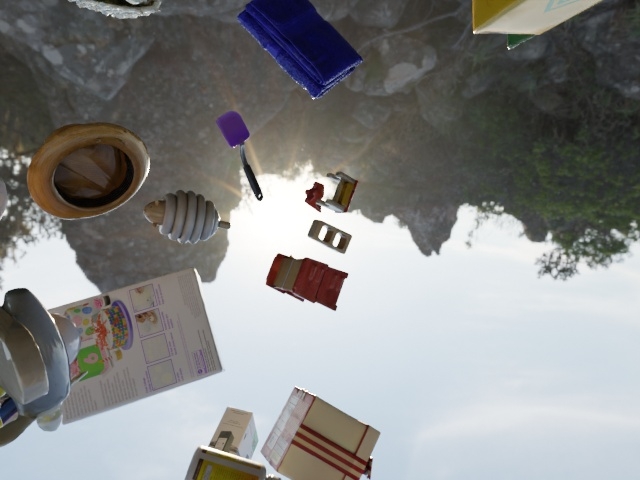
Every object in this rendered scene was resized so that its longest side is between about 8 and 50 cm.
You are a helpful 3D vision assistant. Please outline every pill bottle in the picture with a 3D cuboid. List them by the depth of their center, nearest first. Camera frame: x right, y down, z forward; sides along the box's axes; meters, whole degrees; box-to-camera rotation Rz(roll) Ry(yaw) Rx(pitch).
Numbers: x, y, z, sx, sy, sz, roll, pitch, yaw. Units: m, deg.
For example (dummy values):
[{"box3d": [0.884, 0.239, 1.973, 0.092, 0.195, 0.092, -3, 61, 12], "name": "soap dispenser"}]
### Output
[{"box3d": [-0.203, 0.560, 1.074, 0.214, 0.118, 0.117, 19, -169, -5], "name": "pill bottle"}]

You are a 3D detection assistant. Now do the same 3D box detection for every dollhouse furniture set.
[{"box3d": [0.000, 0.000, 1.380, 0.152, 0.375, 0.201, 26, 171, -29], "name": "dollhouse furniture set"}]

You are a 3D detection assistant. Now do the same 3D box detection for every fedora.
[{"box3d": [-0.367, -0.120, 0.731, 0.079, 0.194, 0.194, 47, -149, 21], "name": "fedora"}]

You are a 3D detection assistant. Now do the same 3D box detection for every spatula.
[{"box3d": [-0.227, -0.245, 1.415, 0.030, 0.297, 0.084, 20, -130, 40], "name": "spatula"}]

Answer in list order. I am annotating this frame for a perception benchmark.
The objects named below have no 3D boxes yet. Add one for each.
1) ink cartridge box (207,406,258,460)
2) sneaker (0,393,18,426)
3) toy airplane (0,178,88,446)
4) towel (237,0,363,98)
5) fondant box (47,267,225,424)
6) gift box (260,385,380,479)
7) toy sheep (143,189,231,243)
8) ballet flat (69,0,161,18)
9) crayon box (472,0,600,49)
[{"box3d": [-0.336, 0.790, 1.711, 0.114, 0.199, 0.273, 8, -142, 13], "name": "ink cartridge box"}, {"box3d": [-0.832, 0.380, 1.118, 0.322, 0.236, 0.130, -27, -166, 38], "name": "sneaker"}, {"box3d": [-0.444, 0.106, 0.593, 0.272, 0.384, 0.386, 13, -140, -49], "name": "toy airplane"}, {"box3d": [-0.046, -0.560, 1.286, 0.228, 0.308, 0.076, -46, -176, -28], "name": "towel"}, {"box3d": [-0.401, 0.224, 1.023, 0.329, 0.239, 0.096, -16, 167, -12], "name": "fondant box"}, {"box3d": [-0.006, 0.610, 1.354, 0.258, 0.277, 0.255, 33, 167, -11], "name": "gift box"}, {"box3d": [-0.203, -0.036, 0.719, 0.131, 0.091, 0.091, 5, -169, -25], "name": "toy sheep"}, {"box3d": [-0.452, -0.513, 0.869, 0.146, 0.147, 0.409, 10, -165, 21], "name": "ballet flat"}, {"box3d": [0.195, -0.285, 0.334, 0.081, 0.203, 0.318, -5, -176, -10], "name": "crayon box"}]
